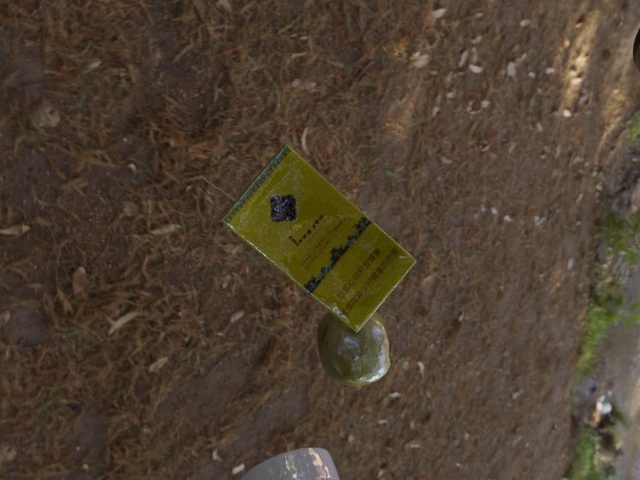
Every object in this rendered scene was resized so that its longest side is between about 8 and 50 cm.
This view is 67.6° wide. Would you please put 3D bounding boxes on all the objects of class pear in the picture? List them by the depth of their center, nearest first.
[{"bbox_3d":[0.065,0.205,0.961,0.136,0.167,0.167,2,106,-9],"label":"pear"}]

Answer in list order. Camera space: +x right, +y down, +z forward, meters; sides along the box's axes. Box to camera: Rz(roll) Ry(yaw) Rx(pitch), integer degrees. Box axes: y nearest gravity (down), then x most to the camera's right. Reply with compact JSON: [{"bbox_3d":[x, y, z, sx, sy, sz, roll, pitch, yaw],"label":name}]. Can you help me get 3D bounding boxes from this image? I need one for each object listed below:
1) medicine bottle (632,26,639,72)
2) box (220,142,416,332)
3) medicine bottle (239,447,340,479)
[{"bbox_3d":[0.426,-0.125,0.455,0.141,0.141,0.293,31,45,-38],"label":"medicine bottle"},{"bbox_3d":[0.001,0.000,0.742,0.279,0.041,0.153,41,88,-11],"label":"box"},{"bbox_3d":[0.010,0.341,0.403,0.111,0.296,0.161,-32,136,5],"label":"medicine bottle"}]
